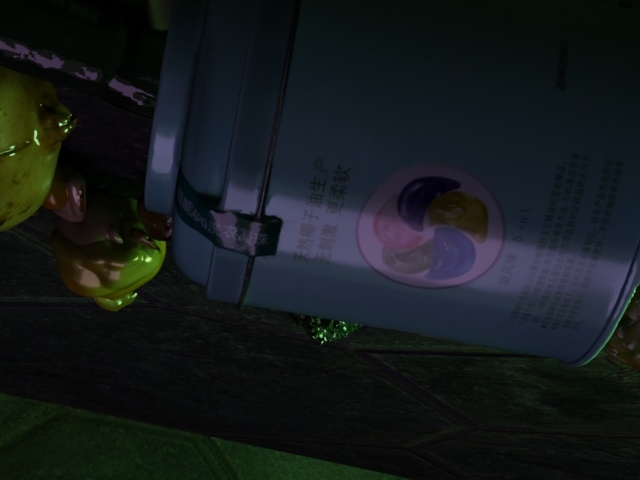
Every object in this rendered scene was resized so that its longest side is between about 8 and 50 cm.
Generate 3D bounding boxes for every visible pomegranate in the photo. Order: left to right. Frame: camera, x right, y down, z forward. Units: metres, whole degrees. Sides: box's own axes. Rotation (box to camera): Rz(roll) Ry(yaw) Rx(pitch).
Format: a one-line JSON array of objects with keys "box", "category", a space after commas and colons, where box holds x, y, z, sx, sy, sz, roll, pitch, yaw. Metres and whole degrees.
[{"box": [-0.319, -0.100, 1.268, 0.209, 0.209, 0.209, 8, 162, 3], "category": "pomegranate"}]

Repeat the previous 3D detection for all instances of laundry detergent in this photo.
[{"box": [0.048, -0.081, 0.981, 0.305, 0.287, 0.287, 10, 162, -4], "category": "laundry detergent"}]

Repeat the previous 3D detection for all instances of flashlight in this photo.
[{"box": [-0.276, -0.183, 1.140, 0.424, 0.103, 0.103, 17, 161, -25], "category": "flashlight"}]

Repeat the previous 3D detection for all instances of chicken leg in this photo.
[{"box": [-0.122, -0.043, 1.559, 0.093, 0.070, 0.178, 24, 147, -38], "category": "chicken leg"}]

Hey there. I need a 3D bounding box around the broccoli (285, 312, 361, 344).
[{"box": [0.000, 0.000, 1.494, 0.194, 0.219, 0.194, 5, 127, 7], "category": "broccoli"}]

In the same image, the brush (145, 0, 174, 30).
[{"box": [-0.117, -0.216, 1.079, 0.034, 0.027, 0.190, 5, 155, 2], "category": "brush"}]

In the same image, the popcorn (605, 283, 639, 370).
[{"box": [0.325, 0.026, 1.391, 0.212, 0.198, 0.198, 30, 174, 31], "category": "popcorn"}]

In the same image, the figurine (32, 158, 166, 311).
[{"box": [-0.256, -0.016, 1.623, 0.156, 0.131, 0.246, 20, 159, 41], "category": "figurine"}]
